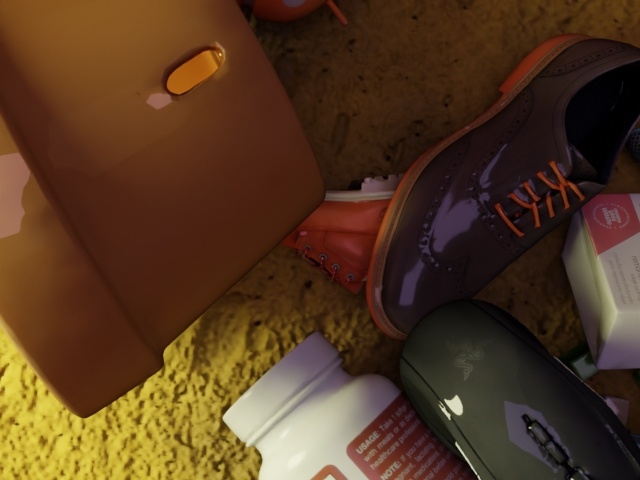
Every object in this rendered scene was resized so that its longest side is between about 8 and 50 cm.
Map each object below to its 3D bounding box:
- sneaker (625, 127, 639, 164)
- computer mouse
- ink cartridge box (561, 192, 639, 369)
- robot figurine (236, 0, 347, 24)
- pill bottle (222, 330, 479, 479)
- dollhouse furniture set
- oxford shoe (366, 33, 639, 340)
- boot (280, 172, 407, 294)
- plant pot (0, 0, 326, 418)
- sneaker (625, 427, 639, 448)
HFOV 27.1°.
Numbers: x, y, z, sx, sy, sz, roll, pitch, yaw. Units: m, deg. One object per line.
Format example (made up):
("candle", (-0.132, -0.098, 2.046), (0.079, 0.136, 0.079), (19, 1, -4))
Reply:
("sneaker", (0.286, -0.113, 0.981), (0.076, 0.065, 0.166), (34, 84, 2))
("computer mouse", (0.182, 0.120, 0.849), (0.184, 0.060, 0.262), (-35, 74, -3))
("ink cartridge box", (0.283, 0.025, 0.939), (0.198, 0.067, 0.115), (-1, 46, -7))
("robot figurine", (-0.065, -0.234, 0.928), (0.219, 0.128, 0.158), (24, 73, -2))
("pill bottle", (0.037, 0.171, 0.911), (0.121, 0.121, 0.216), (-42, 84, -5))
("dollhouse furniture set", (0.232, 0.141, 0.965), (0.076, 0.058, 0.151), (-30, 89, -4))
("oxford shoe", (0.134, -0.040, 0.926), (0.097, 0.098, 0.271), (42, 79, -25))
("boot", (0.000, 0.000, 0.959), (0.158, 0.059, 0.084), (-6, 93, -5))
("plant pot", (-0.132, -0.065, 0.835), (0.203, 0.291, 0.291), (-30, 89, -5))
("sneaker", (0.226, 0.174, 0.915), (0.125, 0.104, 0.262), (-45, 81, 3))
